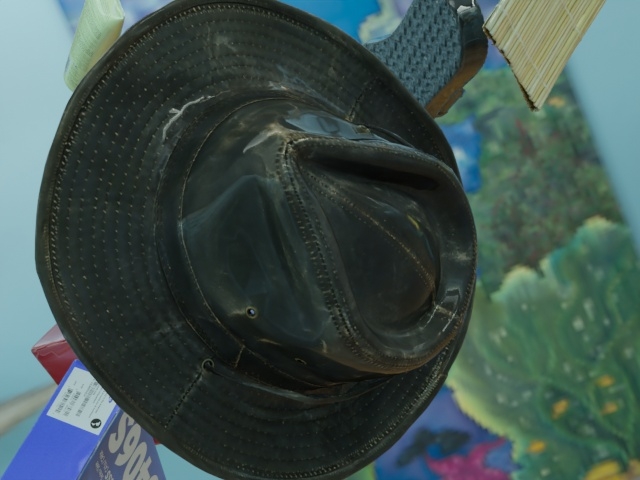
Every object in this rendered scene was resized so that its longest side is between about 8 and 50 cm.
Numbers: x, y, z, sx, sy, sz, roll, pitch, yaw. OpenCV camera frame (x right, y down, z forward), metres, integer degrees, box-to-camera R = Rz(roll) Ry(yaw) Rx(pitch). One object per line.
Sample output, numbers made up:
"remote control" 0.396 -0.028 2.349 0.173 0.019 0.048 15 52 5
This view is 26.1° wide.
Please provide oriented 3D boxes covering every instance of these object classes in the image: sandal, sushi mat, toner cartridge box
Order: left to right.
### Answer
"toner cartridge box" -0.243 0.289 1.496 0.075 0.347 0.165 20 60 16
"sandal" 0.156 -0.240 1.935 0.107 0.167 0.446 -18 -4 -18
"sushi mat" 0.267 -0.289 1.340 0.019 0.151 0.316 27 79 38

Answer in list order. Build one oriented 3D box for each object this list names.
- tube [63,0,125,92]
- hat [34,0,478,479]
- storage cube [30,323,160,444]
"tube" -0.292 -0.271 1.825 0.062 0.070 0.240 -61 3 -29
"hat" 0.000 0.000 0.842 0.331 0.331 0.134 -29 14 -29
"storage cube" -0.223 0.144 1.810 0.193 0.183 0.215 -16 24 40
